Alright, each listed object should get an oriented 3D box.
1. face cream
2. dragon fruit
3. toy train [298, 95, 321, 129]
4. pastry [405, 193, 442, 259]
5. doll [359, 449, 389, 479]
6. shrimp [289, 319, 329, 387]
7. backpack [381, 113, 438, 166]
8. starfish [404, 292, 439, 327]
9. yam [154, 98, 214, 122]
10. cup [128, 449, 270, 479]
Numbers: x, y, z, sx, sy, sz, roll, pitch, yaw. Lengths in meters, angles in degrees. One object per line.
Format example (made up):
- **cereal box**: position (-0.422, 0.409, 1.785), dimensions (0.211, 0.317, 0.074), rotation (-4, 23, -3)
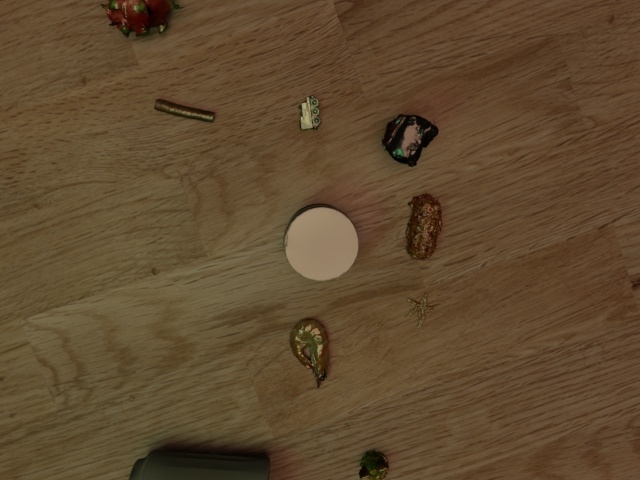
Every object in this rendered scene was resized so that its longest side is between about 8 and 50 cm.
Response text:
- **face cream**: position (0.000, 0.000, 1.536), dimensions (0.178, 0.153, 0.177), rotation (0, 97, -1)
- **dragon fruit**: position (-0.395, -0.569, 1.494), dimensions (0.236, 0.135, 0.137), rotation (-29, 89, -16)
- **toy train**: position (-0.027, -0.312, 1.565), dimensions (0.053, 0.033, 0.083), rotation (-7, 95, 3)
- **pastry**: position (0.258, -0.033, 1.581), dimensions (0.087, 0.063, 0.169), rotation (4, 96, 1)
- **doll**: position (0.132, 0.566, 1.617), dimensions (0.078, 0.113, 0.076), rotation (-23, 59, 2)
- **shrimp**: position (-0.023, 0.288, 1.617), dimensions (0.099, 0.041, 0.180), rotation (-11, 96, 1)
- **backpack**: position (0.200, -0.245, 1.507), dimensions (0.106, 0.165, 0.119), rotation (28, 98, -11)
- **starfish**: position (0.260, 0.178, 1.624), dimensions (0.086, 0.016, 0.092), rotation (5, 90, 0)
- **yam**: position (-0.332, -0.316, 1.561), dimensions (0.146, 0.032, 0.032), rotation (12, 95, -1)
- **cup**: position (-0.294, 0.677, 1.529), dimensions (0.327, 0.236, 0.322), rotation (4, 62, -3)
